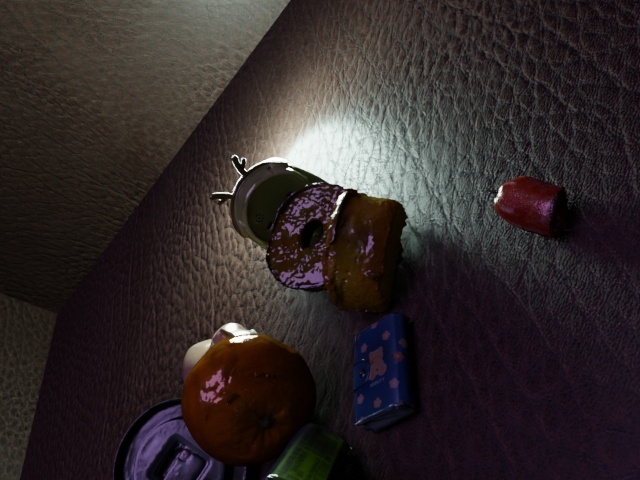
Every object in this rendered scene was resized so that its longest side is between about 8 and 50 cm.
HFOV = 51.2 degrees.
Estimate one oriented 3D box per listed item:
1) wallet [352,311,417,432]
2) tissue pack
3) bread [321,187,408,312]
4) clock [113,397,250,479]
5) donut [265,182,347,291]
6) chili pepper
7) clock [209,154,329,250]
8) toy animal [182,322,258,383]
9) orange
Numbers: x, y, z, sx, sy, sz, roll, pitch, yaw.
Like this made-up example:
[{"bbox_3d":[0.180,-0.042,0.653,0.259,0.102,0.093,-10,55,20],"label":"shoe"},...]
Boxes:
[{"bbox_3d":[0.117,0.253,1.276,0.141,0.059,0.202,-39,37,39],"label":"wallet"},{"bbox_3d":[-0.074,0.483,1.122,0.288,0.124,0.394,-61,-9,0],"label":"tissue pack"},{"bbox_3d":[0.085,0.011,1.384,0.160,0.147,0.261,11,72,16],"label":"bread"},{"bbox_3d":[-0.316,0.527,1.539,0.318,0.066,0.319,-4,68,9],"label":"clock"},{"bbox_3d":[0.000,0.000,1.571,0.272,0.107,0.272,-12,62,24],"label":"donut"},{"bbox_3d":[0.347,-0.066,1.152,0.086,0.084,0.192,-48,33,-9],"label":"chili pepper"},{"bbox_3d":[-0.117,-0.089,1.680,0.235,0.308,0.096,-60,28,6],"label":"clock"},{"bbox_3d":[-0.220,0.308,1.663,0.256,0.195,0.213,-37,5,32],"label":"toy animal"},{"bbox_3d":[-0.148,0.333,1.407,0.284,0.284,0.226,-58,29,8],"label":"orange"}]
